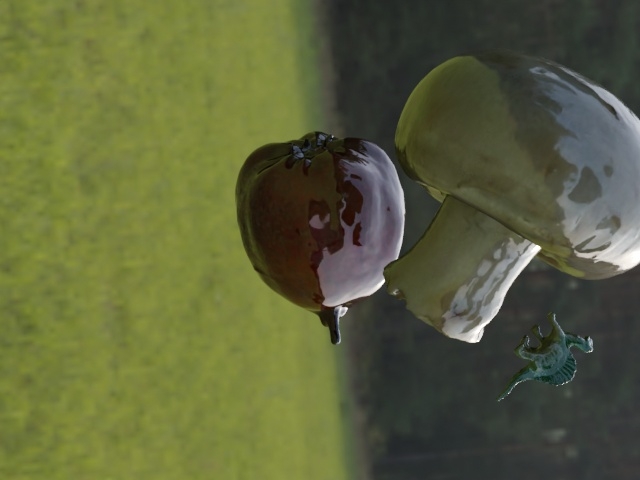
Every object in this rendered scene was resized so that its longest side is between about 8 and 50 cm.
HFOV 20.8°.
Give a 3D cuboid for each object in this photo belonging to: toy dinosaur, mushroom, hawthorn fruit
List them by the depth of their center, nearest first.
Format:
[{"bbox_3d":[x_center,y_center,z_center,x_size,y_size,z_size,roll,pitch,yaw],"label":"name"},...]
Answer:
[{"bbox_3d":[0.211,0.116,1.648,0.060,0.119,0.029,44,-30,2],"label":"toy dinosaur"},{"bbox_3d":[0.192,-0.034,1.740,0.290,0.297,0.297,-61,180,2],"label":"mushroom"},{"bbox_3d":[0.000,0.000,2.056,0.208,0.208,0.248,-92,178,-76],"label":"hawthorn fruit"}]
